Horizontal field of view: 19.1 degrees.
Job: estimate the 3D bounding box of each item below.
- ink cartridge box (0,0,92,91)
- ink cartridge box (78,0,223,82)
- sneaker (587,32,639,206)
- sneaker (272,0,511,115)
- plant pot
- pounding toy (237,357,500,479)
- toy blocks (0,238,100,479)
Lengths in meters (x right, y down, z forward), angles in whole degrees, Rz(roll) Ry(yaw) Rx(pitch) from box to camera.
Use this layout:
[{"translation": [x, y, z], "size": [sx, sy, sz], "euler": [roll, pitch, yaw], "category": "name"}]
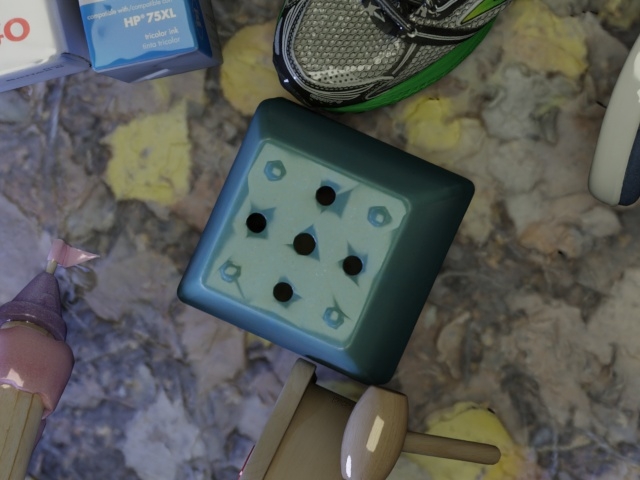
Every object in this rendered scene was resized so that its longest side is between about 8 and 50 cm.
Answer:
[{"translation": [-0.296, -0.232, 1.370], "size": [0.198, 0.115, 0.272], "euler": [-14, 89, 5], "category": "ink cartridge box"}, {"translation": [-0.135, -0.234, 1.349], "size": [0.078, 0.134, 0.231], "euler": [-11, 90, 5], "category": "ink cartridge box"}, {"translation": [0.318, -0.157, 1.319], "size": [0.148, 0.131, 0.350], "euler": [31, 92, 8], "category": "sneaker"}, {"translation": [0.103, -0.220, 1.327], "size": [0.343, 0.146, 0.134], "euler": [-40, 88, 4], "category": "sneaker"}, {"translation": [0.000, 0.000, 1.292], "size": [0.166, 0.234, 0.165], "euler": [24, 91, 3], "category": "plant pot"}, {"translation": [0.020, 0.179, 1.277], "size": [0.155, 0.269, 0.154], "euler": [24, 83, 3], "category": "pounding toy"}, {"translation": [-0.328, 0.089, 1.352], "size": [0.289, 0.309, 0.260], "euler": [16, 59, -8], "category": "toy blocks"}]
